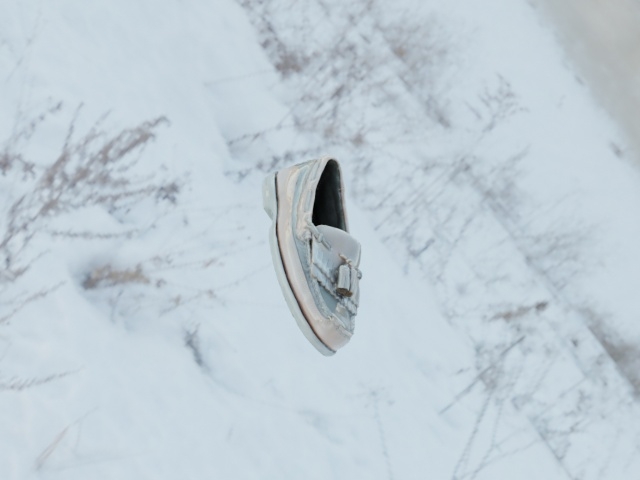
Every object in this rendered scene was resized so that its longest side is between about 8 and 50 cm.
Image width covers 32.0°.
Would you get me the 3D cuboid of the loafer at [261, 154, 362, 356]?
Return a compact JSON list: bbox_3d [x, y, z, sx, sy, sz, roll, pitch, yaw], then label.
[{"bbox_3d":[0.000,0.000,0.525,0.045,0.039,0.125,50,15,-36],"label":"loafer"}]
